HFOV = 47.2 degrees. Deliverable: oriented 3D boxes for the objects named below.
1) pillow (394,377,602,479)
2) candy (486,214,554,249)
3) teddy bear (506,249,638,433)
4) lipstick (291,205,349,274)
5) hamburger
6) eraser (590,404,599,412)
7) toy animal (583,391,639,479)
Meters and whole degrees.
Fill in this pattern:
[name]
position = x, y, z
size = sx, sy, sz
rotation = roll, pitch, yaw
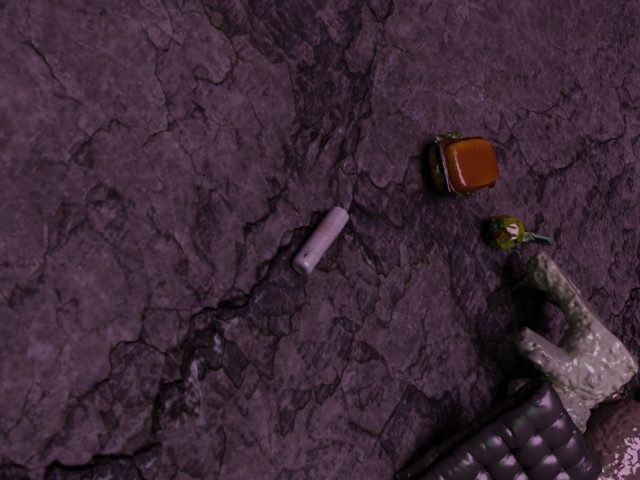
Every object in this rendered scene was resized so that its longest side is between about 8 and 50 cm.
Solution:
[pillow]
position = 0.332, 0.425, 1.337
size = 0.326, 0.101, 0.228
rotation = -36, 107, -2
[candy]
position = 0.459, -0.009, 1.633
size = 0.262, 0.077, 0.073
rotation = 9, 79, -46
[teddy bear]
position = 0.450, 0.277, 1.533
size = 0.327, 0.362, 0.375
rotation = 33, 20, -52
[lipstick]
position = 0.000, 0.000, 1.268
size = 0.040, 0.040, 0.141
rotation = 49, 56, -22
[hamburger]
position = 0.288, -0.156, 1.498
size = 0.166, 0.087, 0.137
rotation = -10, 87, -41
[eraser]
position = 0.661, 0.361, 1.748
size = 0.105, 0.026, 0.065
rotation = -38, 103, -37
[toy animal]
position = 0.636, 0.452, 1.580
size = 0.358, 0.188, 0.226
rotation = -12, 121, -53
